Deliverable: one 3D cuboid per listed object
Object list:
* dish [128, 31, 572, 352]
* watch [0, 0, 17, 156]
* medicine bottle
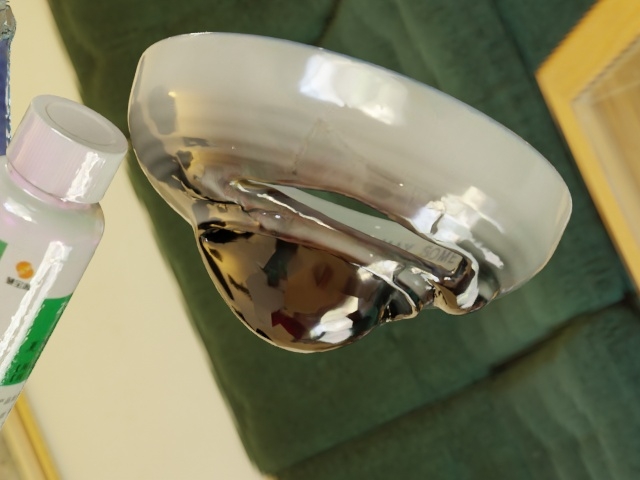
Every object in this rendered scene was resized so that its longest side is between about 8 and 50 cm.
[{"bbox_3d":[0.000,0.000,0.883,0.273,0.273,0.133,118,171,-74],"label":"dish"},{"bbox_3d":[-0.303,-0.041,1.191,0.276,0.068,0.274,-84,2,-56],"label":"watch"},{"bbox_3d":[-0.212,0.030,0.980,0.260,0.095,0.095,-59,41,22],"label":"medicine bottle"}]
